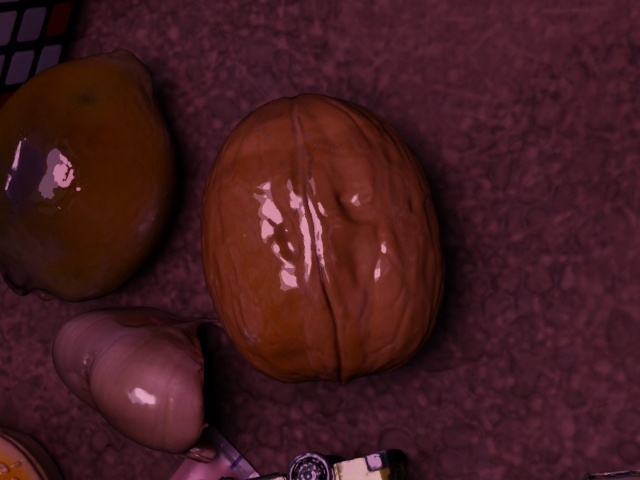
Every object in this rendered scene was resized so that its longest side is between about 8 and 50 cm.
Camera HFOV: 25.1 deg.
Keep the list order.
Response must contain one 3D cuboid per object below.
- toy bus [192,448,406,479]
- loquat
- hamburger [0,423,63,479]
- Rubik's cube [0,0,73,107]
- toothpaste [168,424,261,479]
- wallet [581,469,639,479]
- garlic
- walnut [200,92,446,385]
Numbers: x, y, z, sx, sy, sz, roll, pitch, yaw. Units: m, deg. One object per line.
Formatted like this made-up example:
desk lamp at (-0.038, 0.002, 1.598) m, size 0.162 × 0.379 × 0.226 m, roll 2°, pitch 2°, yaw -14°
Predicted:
toy bus at (-0.022, 0.202, 0.994) m, size 0.175 × 0.088 × 0.101 m, roll -14°, pitch 77°, yaw 10°
loquat at (-0.178, -0.048, 1.057) m, size 0.152 × 0.152 × 0.195 m, roll 23°, pitch 87°, yaw 21°
hamburger at (-0.288, 0.228, 1.090) m, size 0.173 × 0.116 × 0.210 m, roll 39°, pitch 100°, yaw 17°
Rubik's cube at (-0.314, -0.163, 1.068) m, size 0.182 × 0.184 × 0.187 m, roll 29°, pitch 117°, yaw 20°
toothpaste at (-0.124, 0.230, 1.070) m, size 0.194 × 0.043 × 0.067 m, roll -47°, pitch 72°, yaw 5°
wallet at (0.325, 0.177, 0.809) m, size 0.309 × 0.223 × 0.077 m, roll -8°, pitch 59°, yaw 24°
garlic at (-0.123, 0.095, 1.025) m, size 0.174 × 0.124 × 0.099 m, roll 21°, pitch 91°, yaw 65°
walnut at (0.000, 0.000, 0.975) m, size 0.165 × 0.165 × 0.197 m, roll -19°, pitch 79°, yaw 19°
